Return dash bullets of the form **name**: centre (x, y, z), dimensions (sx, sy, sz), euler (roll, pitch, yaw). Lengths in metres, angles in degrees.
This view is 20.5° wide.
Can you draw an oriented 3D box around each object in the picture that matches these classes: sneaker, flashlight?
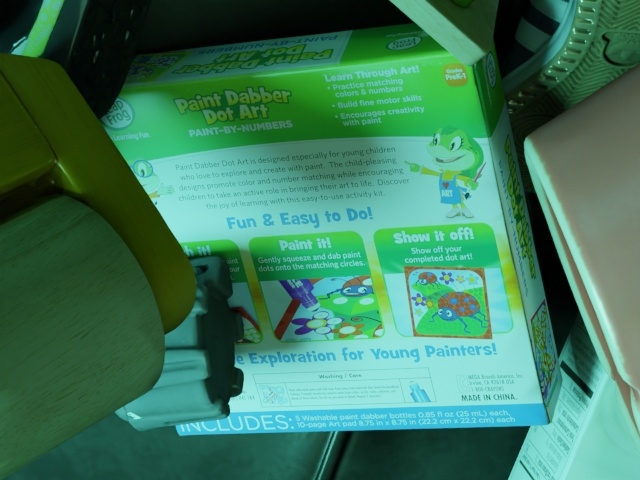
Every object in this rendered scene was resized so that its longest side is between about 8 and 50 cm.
- **sneaker**: centre (-0.138, -0.174, 0.985), dimensions (0.097, 0.084, 0.235), euler (27, 95, 26)
- **flashlight**: centre (-0.199, 0.087, 1.064), dimensions (0.304, 0.103, 0.103), euler (-6, 119, 16)
- **sneaker**: centre (0.159, -0.155, 1.020), dimensions (0.099, 0.153, 0.282), euler (8, 146, -10)

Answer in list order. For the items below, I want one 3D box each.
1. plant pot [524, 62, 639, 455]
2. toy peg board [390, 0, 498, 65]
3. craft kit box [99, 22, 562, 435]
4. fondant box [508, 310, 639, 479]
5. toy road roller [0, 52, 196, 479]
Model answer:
- **plant pot**: centre (0.250, -0.006, 0.909), dimensions (0.243, 0.275, 0.275), euler (-21, 116, 4)
- **toy peg board**: centre (0.057, -0.205, 0.932), dimensions (0.161, 0.161, 0.079), euler (39, 128, -20)
- **craft kit box**: centre (0.000, 0.000, 1.054), dimensions (0.249, 0.061, 0.247), euler (-3, 121, 21)
- **fondant box**: centre (0.267, 0.119, 1.111), dimensions (0.238, 0.096, 0.330), euler (19, 100, -13)
- **toy road roller**: centre (-0.248, -0.003, 0.946), dimensions (0.329, 0.202, 0.240), euler (54, 144, 9)
